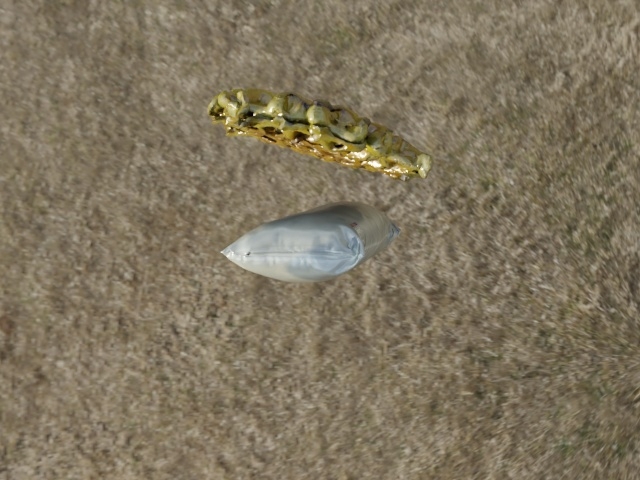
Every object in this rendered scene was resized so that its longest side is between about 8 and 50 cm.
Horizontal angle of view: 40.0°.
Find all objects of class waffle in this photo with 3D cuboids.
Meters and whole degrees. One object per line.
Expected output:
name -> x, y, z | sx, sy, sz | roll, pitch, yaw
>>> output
waffle -> -0.003, -0.114, 0.958 | 0.245, 0.254, 0.052 | 16, 91, -10

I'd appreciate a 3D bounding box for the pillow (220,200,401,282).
pillow -> -0.001, 0.000, 0.969 | 0.144, 0.254, 0.078 | -8, 94, 14
